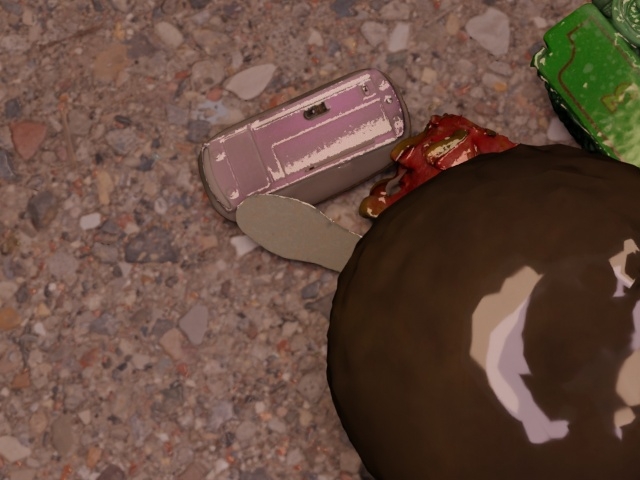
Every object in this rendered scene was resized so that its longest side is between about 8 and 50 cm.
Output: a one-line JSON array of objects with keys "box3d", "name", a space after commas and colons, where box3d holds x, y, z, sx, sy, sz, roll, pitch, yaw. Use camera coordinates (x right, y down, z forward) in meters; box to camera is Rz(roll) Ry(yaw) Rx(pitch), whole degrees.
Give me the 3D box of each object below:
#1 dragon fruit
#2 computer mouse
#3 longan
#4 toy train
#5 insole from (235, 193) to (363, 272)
[{"box3d": [0.137, -0.065, 1.906, 0.207, 0.133, 0.150, -20, 41, 18], "name": "dragon fruit"}, {"box3d": [-0.017, -0.105, 1.972, 0.245, 0.056, 0.126, -25, 72, 5], "name": "computer mouse"}, {"box3d": [0.220, 0.113, 1.683, 0.404, 0.404, 0.436, -40, 62, -7], "name": "longan"}, {"box3d": [0.352, -0.167, 1.909, 0.188, 0.132, 0.243, -35, 69, 3], "name": "toy train"}, {"box3d": [0.000, 0.000, 1.934, 0.197, 0.004, 0.065, 22, 94, 3], "name": "insole"}]
